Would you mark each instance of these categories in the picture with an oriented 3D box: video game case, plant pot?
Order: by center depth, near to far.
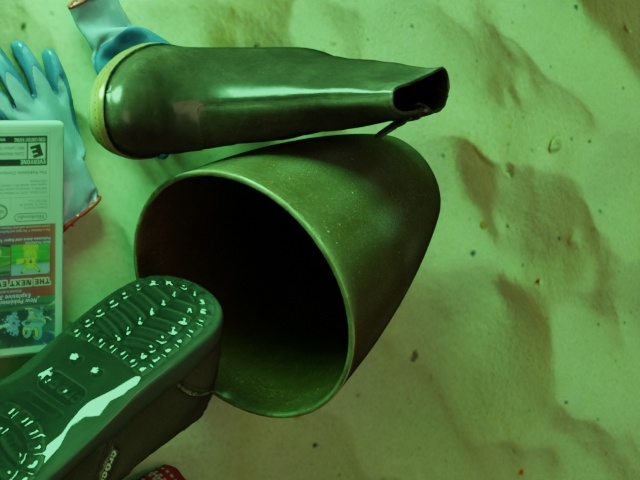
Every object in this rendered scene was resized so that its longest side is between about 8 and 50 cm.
[{"bbox_3d":[-0.286,0.002,1.098,0.201,0.023,0.183,-4,99,-36],"label":"video game case"},{"bbox_3d":[0.000,0.000,1.237,0.230,0.215,0.215,-35,113,-46],"label":"plant pot"}]

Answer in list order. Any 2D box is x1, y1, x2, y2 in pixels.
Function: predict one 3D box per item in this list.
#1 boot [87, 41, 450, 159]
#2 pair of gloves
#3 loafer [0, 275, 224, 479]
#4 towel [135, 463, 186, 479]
[{"bbox_3d":[-0.036,-0.115,1.145,0.248,0.207,0.090,-19,108,-58],"label":"boot"},{"bbox_3d":[-0.186,-0.111,1.187,0.198,0.023,0.159,-40,116,-29],"label":"pair of gloves"},{"bbox_3d":[-0.209,0.176,1.106,0.366,0.134,0.130,-34,135,-24],"label":"loafer"},{"bbox_3d":[-0.140,0.298,1.122,0.199,0.031,0.275,49,33,9],"label":"towel"}]
